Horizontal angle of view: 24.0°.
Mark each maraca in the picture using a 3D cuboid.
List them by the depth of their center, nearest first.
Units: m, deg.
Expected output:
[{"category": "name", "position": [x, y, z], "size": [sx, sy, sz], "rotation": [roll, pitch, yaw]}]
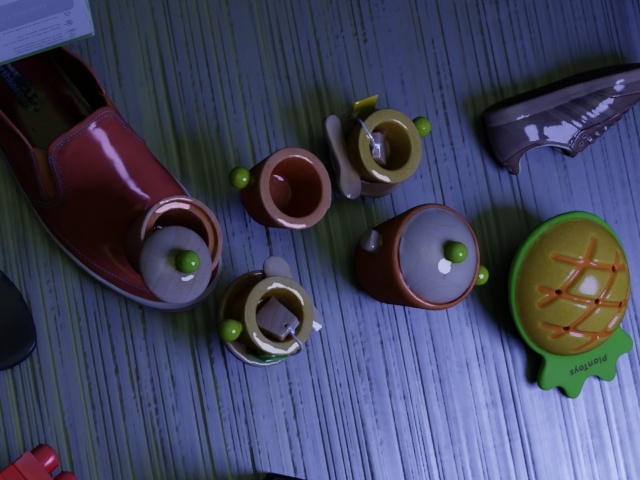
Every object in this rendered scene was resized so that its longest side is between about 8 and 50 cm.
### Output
[{"category": "maraca", "position": [0.236, 0.060, 1.406], "size": [0.127, 0.099, 0.185], "rotation": [-22, 114, -13]}]

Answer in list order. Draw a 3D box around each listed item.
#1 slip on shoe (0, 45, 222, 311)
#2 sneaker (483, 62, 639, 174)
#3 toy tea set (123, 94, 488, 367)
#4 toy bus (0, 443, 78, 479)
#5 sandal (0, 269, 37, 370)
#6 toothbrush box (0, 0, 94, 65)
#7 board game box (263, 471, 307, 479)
[{"category": "slip on shoe", "position": [-0.207, -0.074, 1.314], "size": [0.123, 0.101, 0.331], "rotation": [-38, 94, -17]}, {"category": "sneaker", "position": [0.249, -0.120, 1.457], "size": [0.188, 0.066, 0.071], "rotation": [-17, 103, -10]}, {"category": "toy tea set", "position": [0.000, 0.000, 1.301], "size": [0.336, 0.124, 0.200], "rotation": [-24, 96, -30]}, {"category": "toy bus", "position": [-0.312, 0.230, 1.233], "size": [0.220, 0.149, 0.211], "rotation": [47, 62, -1]}, {"category": "sandal", "position": [-0.346, 0.018, 1.284], "size": [0.097, 0.054, 0.254], "rotation": [-45, 99, -13]}, {"category": "toothbrush box", "position": [-0.331, -0.275, 1.240], "size": [0.206, 0.122, 0.283], "rotation": [-20, 63, -11]}, {"category": "board game box", "position": [0.018, 0.254, 1.285], "size": [0.141, 0.170, 0.048], "rotation": [34, 78, -8]}]
